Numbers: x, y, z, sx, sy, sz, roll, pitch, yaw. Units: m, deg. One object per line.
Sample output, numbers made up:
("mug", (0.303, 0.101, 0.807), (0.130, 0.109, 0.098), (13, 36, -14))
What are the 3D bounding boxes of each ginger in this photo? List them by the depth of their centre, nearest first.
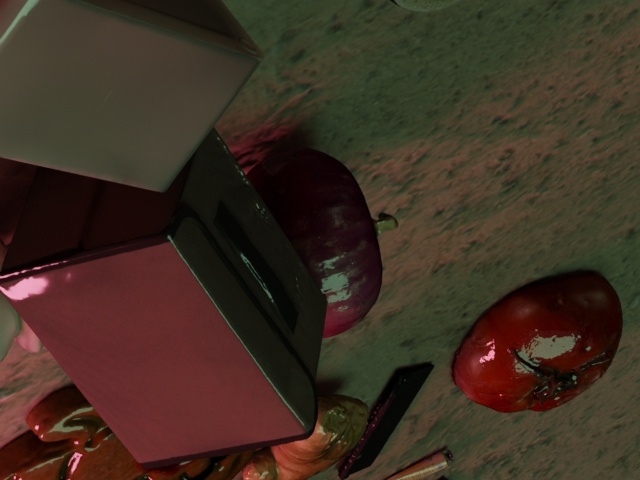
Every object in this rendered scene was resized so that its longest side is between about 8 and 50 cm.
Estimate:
("ginger", (-0.027, 0.249, 2.109), (0.148, 0.081, 0.334), (-39, 170, -40))

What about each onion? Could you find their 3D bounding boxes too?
("onion", (-0.010, 0.003, 1.694), (0.153, 0.177, 0.177), (-6, 150, 10))

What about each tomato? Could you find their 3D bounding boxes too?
("tomato", (0.278, 0.144, 2.244), (0.228, 0.101, 0.228), (-24, 151, -14))

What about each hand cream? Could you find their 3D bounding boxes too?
("hand cream", (0.126, 0.301, 2.392), (0.102, 0.022, 0.035), (-25, 149, -5))

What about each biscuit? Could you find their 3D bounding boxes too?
("biscuit", (-0.225, 0.246, 1.938), (0.367, 0.063, 0.314), (-28, 150, -10))

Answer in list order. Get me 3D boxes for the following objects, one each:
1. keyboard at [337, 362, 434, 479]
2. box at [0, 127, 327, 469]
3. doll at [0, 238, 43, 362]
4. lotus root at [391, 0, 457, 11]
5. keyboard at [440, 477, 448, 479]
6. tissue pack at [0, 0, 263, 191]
("keyboard", (0.077, 0.219, 2.235), (0.060, 0.018, 0.195), (-14, 145, -43))
("box", (-0.124, 0.045, 1.532), (0.188, 0.153, 0.252), (-14, 132, 27))
("doll", (-0.340, 0.075, 1.517), (0.293, 0.138, 0.119), (-26, 152, -24))
("lotus root", (0.083, -0.247, 1.537), (0.112, 0.081, 0.122), (-33, 150, 12))
("keyboard", (0.182, 0.370, 2.551), (0.063, 0.010, 0.198), (-37, 149, 8))
("tissue pack", (-0.187, -0.151, 1.325), (0.246, 0.159, 0.136), (13, 124, -51))
